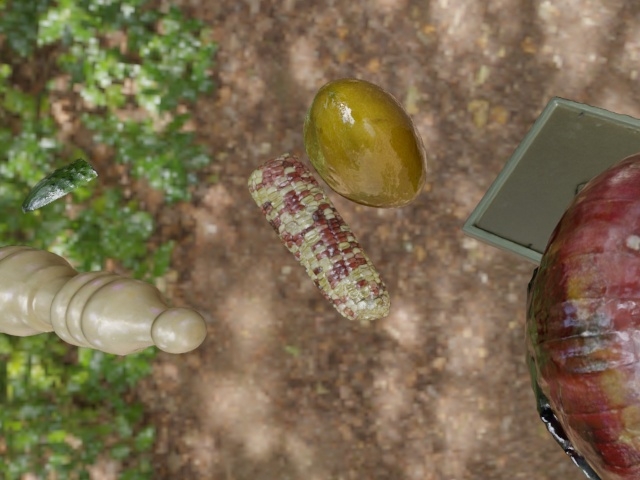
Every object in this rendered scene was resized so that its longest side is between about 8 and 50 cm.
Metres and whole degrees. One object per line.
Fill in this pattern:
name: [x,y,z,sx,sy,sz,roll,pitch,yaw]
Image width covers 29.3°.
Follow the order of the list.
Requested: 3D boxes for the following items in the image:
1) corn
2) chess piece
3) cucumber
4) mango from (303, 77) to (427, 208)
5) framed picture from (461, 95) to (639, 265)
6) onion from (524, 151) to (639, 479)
corn: [0.000,0.000,1.776,0.289,0.098,0.098,55,136,13]
chess piece: [-0.272,0.083,1.467,0.307,0.139,0.124,11,67,35]
cucumber: [-0.358,-0.074,1.648,0.035,0.107,0.067,63,165,-15]
mango: [0.042,-0.107,1.299,0.138,0.253,0.113,42,88,20]
framed picture: [0.326,-0.048,1.390,0.290,0.020,0.211,25,76,43]
onion: [0.241,0.059,0.786,0.190,0.247,0.246,165,105,-68]
